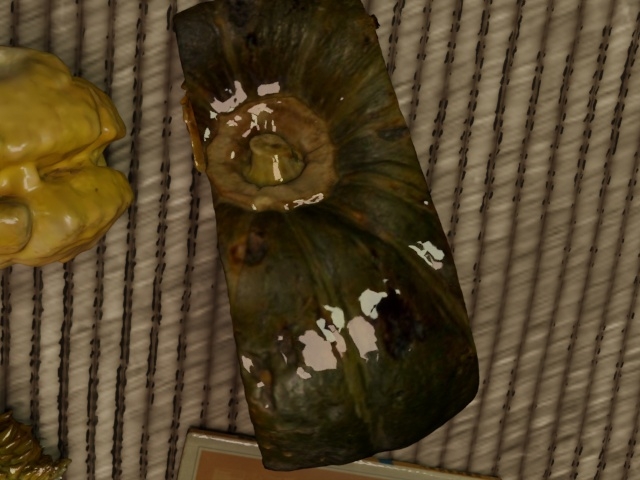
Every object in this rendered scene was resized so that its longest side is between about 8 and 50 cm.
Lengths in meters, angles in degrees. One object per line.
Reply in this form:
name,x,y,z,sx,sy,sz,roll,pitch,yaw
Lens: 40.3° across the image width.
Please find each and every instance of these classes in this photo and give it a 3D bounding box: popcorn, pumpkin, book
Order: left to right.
popcorn,-0.190,-0.043,0.500,0.167,0.148,0.152,9,128,3
pumpkin,0.001,0.000,0.559,0.139,0.190,0.280,-13,64,0
book,0.003,0.237,0.660,0.242,0.018,0.170,12,104,-8

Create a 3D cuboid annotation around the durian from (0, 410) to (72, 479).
durian,-0.304,0.148,0.570,0.252,0.144,0.139,-17,129,-5
